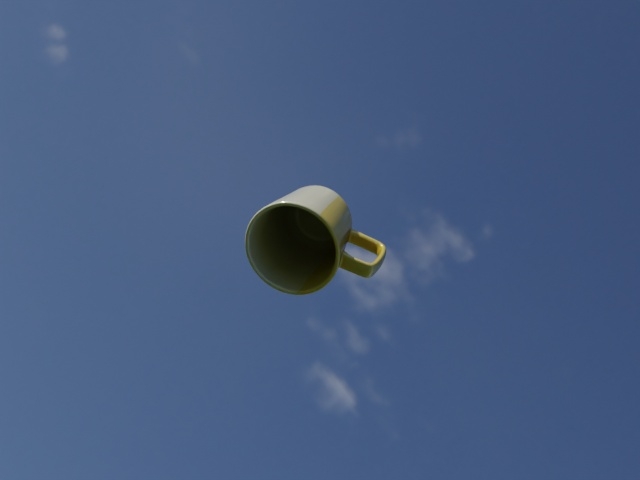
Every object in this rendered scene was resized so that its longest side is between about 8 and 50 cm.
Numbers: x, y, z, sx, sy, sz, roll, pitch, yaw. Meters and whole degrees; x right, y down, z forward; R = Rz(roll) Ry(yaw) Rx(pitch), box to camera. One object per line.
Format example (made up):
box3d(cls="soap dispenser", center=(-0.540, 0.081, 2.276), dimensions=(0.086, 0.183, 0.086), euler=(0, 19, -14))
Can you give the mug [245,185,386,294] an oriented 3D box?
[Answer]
box3d(cls="mug", center=(-0.004, 0.000, 0.909), dimensions=(0.062, 0.064, 0.078), euler=(-38, -84, 27))
